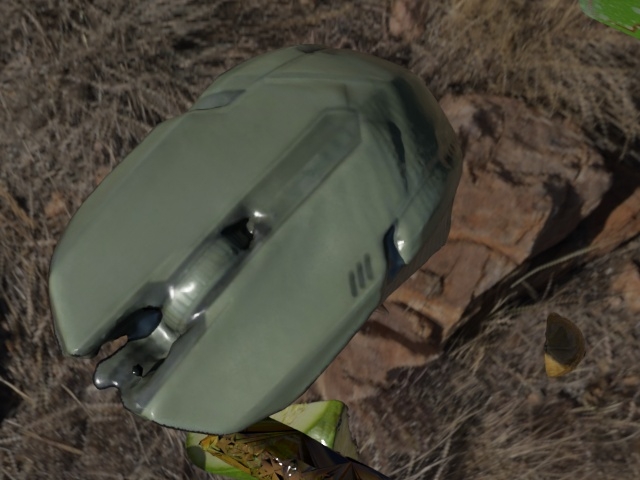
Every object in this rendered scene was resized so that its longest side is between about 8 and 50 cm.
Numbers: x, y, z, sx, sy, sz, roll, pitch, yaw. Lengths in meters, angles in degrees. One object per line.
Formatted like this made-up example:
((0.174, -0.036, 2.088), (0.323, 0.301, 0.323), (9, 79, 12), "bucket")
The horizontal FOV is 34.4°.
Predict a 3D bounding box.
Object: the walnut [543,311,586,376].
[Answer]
((0.344, 0.147, 1.444), (0.052, 0.121, 0.091), (1, 87, 19), "walnut")

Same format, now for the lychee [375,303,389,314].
((0.000, 0.000, 1.049), (0.165, 0.165, 0.197), (-42, 108, -15), "lychee")

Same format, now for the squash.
((-0.097, 0.291, 1.490), (0.289, 0.203, 0.111), (12, 55, 19), "squash")

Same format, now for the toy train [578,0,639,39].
((0.257, -0.294, 0.878), (0.249, 0.307, 0.173), (30, 91, 19), "toy train")

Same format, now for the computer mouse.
((-0.020, -0.037, 0.802), (0.228, 0.145, 0.429), (39, 52, 7), "computer mouse")

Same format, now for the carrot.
((0.000, 0.220, 0.952), (0.229, 0.069, 0.069), (29, 72, -5), "carrot")
